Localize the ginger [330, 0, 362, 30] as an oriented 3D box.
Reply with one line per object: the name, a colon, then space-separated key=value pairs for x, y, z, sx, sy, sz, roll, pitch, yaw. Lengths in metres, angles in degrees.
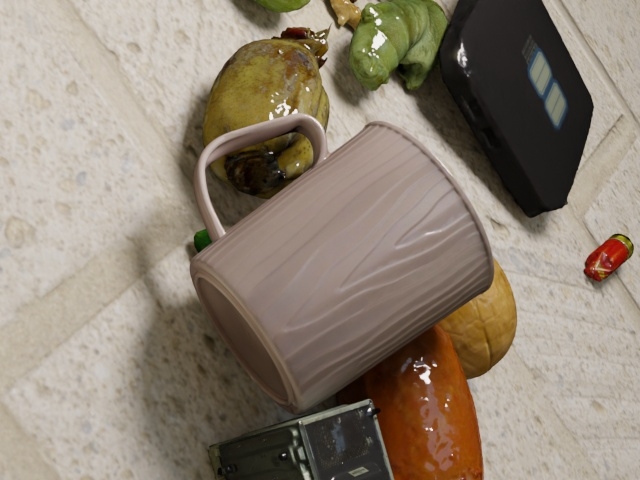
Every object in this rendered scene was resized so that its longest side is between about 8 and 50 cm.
ginger: x=0.063 y=-0.397 z=1.639 sx=0.176 sy=0.052 sz=0.193 roll=21 pitch=56 yaw=-44

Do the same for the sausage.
sausage: x=0.101 y=0.206 z=1.259 sx=0.141 sy=0.153 sz=0.268 roll=-1 pitch=65 yaw=-23

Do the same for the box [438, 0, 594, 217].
box: x=0.322 y=-0.257 z=1.762 sx=0.350 sy=0.091 sz=0.359 roll=54 pitch=40 yaw=-25

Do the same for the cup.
cup: x=0.009 y=0.005 z=1.150 sx=0.273 sy=0.208 sz=0.288 roll=-35 pitch=117 yaw=-17

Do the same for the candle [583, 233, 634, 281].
candle: x=0.487 y=0.031 z=1.839 sx=0.130 sy=0.052 sz=0.052 roll=-31 pitch=92 yaw=-49

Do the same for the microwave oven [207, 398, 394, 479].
microwave oven: x=-0.009 y=0.283 z=1.100 sx=0.129 sy=0.163 sz=0.205 roll=-9 pitch=78 yaw=-46

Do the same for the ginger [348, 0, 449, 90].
ginger: x=0.124 y=-0.292 z=1.605 sx=0.290 sy=0.089 sz=0.137 roll=-18 pitch=122 yaw=-63

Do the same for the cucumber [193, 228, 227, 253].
cucumber: x=-0.033 y=0.051 z=1.291 sx=0.284 sy=0.056 sz=0.056 roll=25 pitch=52 yaw=-31

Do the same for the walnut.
walnut: x=0.169 y=0.081 z=1.397 sx=0.165 sy=0.165 sz=0.197 roll=-31 pitch=87 yaw=-50

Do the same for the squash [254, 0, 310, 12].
squash: x=-0.127 y=-0.466 z=1.435 sx=0.370 sy=0.118 sz=0.118 roll=55 pitch=41 yaw=-5

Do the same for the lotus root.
lotus root: x=-0.058 y=-0.170 z=1.320 sx=0.154 sy=0.154 sz=0.278 roll=38 pitch=48 yaw=-25
